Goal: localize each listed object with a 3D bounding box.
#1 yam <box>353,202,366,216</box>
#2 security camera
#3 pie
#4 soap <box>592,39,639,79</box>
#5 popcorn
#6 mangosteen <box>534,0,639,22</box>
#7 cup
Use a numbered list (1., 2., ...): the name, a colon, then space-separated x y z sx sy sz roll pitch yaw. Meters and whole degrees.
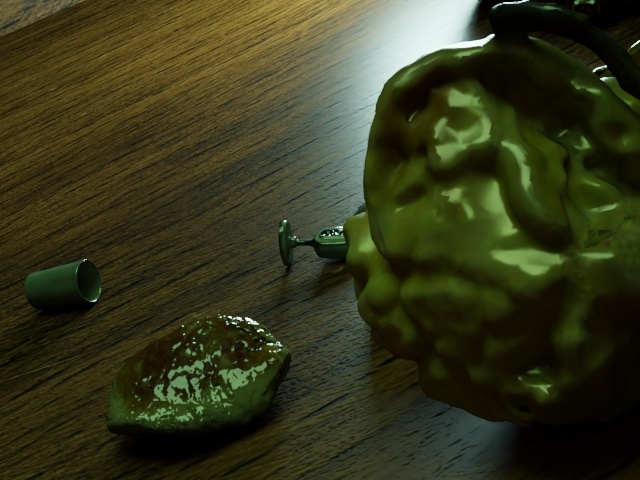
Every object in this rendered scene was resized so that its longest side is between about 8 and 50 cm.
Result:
1. yam: 0.124 -0.022 1.534 0.183 0.107 0.107 -18 23 6
2. security camera: 0.000 0.000 1.648 0.092 0.058 0.058 -5 25 11
3. pie: -0.121 0.140 1.389 0.193 0.079 0.163 -20 28 -7
4. soap: 0.437 -0.200 1.494 0.335 0.156 0.293 -34 0 -34
5. popcorn: 0.191 -0.026 1.183 0.349 0.382 0.349 -5 37 3
6. mangosteen: 0.409 -0.454 2.136 0.275 0.275 0.302 -6 59 28
7. cup: -0.318 0.052 1.765 0.083 0.054 0.075 -11 25 25
